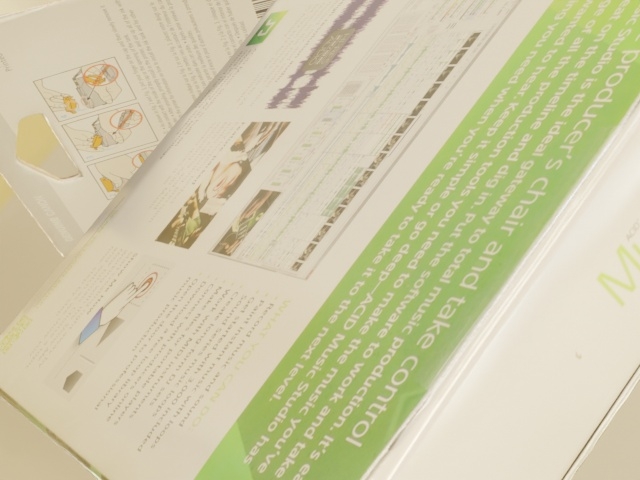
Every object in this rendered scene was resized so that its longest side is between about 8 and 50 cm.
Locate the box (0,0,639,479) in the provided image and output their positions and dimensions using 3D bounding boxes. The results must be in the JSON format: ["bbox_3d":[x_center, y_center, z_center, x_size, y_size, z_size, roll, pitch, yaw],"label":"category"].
[{"bbox_3d":[0.000,0.000,0.459,0.058,0.232,0.322,43,-14,-23],"label":"box"}]

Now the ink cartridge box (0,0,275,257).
[{"bbox_3d":[-0.112,-0.110,0.910,0.261,0.066,0.296,-14,-29,3],"label":"ink cartridge box"}]
